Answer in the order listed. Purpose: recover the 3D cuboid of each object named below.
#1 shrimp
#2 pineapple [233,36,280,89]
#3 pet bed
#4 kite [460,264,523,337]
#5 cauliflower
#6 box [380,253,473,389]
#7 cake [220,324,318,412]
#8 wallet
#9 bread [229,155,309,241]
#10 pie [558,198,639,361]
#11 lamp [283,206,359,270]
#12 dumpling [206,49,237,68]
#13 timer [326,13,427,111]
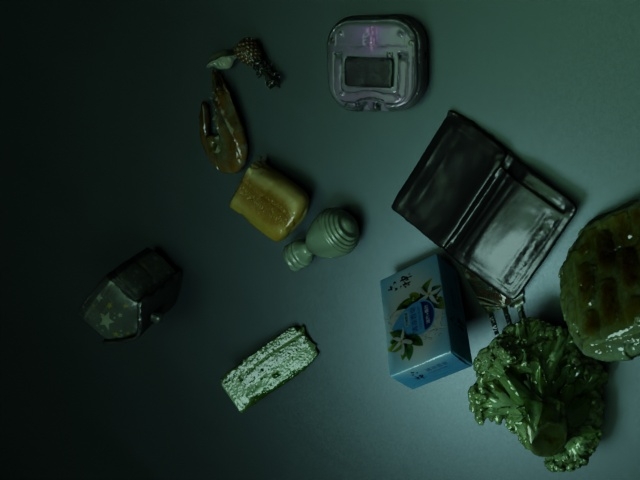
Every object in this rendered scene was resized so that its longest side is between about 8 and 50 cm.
[{"bbox_3d":[-0.227,-0.264,1.932,0.133,0.053,0.236,-4,104,48],"label":"shrimp"},{"bbox_3d":[-0.134,-0.375,1.848,0.058,0.058,0.124,-39,82,28],"label":"pineapple"},{"bbox_3d":[-0.429,0.140,2.021,0.159,0.211,0.183,45,116,1],"label":"pet bed"},{"bbox_3d":[0.361,0.132,1.728,0.127,0.016,0.229,-11,92,31],"label":"kite"},{"bbox_3d":[0.410,0.295,1.599,0.275,0.250,0.272,20,112,3],"label":"cauliflower"},{"bbox_3d":[0.205,0.160,1.703,0.143,0.083,0.232,-28,47,30],"label":"box"},{"bbox_3d":[-0.118,0.292,1.958,0.235,0.099,0.100,-38,84,27],"label":"cake"},{"bbox_3d":[0.317,-0.069,1.690,0.323,0.041,0.247,39,115,18],"label":"wallet"},{"bbox_3d":[-0.106,-0.086,1.877,0.173,0.085,0.134,39,112,16],"label":"bread"},{"bbox_3d":[0.534,0.059,1.506,0.306,0.071,0.306,-30,48,39],"label":"pie"},{"bbox_3d":[0.000,0.000,1.839,0.193,0.106,0.106,-29,87,38],"label":"lamp"},{"bbox_3d":[-0.219,-0.395,1.885,0.077,0.059,0.043,10,114,23],"label":"dumpling"},{"bbox_3d":[0.110,-0.354,1.722,0.209,0.069,0.190,4,105,25],"label":"timer"}]
